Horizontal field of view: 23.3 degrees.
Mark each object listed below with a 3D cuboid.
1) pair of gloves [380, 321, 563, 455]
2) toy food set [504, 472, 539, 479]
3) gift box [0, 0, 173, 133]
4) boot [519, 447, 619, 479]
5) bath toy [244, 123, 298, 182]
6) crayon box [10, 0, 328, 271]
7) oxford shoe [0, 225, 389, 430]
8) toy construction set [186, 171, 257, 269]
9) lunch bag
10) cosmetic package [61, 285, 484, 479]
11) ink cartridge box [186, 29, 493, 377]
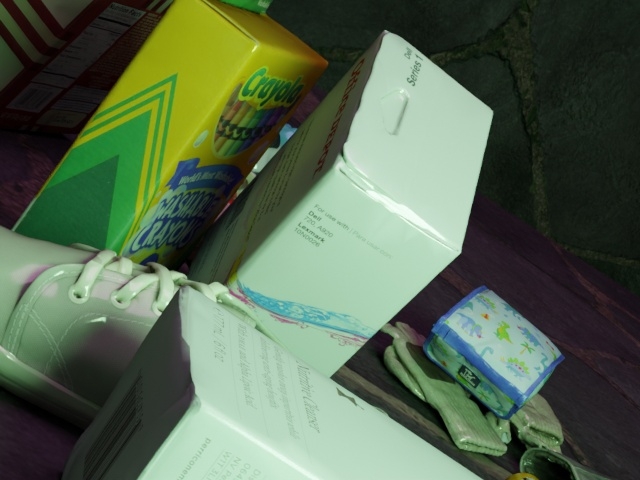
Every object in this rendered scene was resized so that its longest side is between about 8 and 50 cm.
[{"bbox_3d":[0.175,0.180,1.761,0.240,0.042,0.204,15,29,-46],"label":"pair of gloves"},{"bbox_3d":[0.237,0.298,1.292,0.232,0.111,0.104,37,10,-11],"label":"toy food set"},{"bbox_3d":[-0.320,-0.267,1.605,0.258,0.276,0.255,54,12,12],"label":"gift box"},{"bbox_3d":[0.335,0.299,1.683,0.190,0.076,0.208,28,-5,45],"label":"boot"},{"bbox_3d":[-0.149,-0.148,1.918,0.151,0.129,0.348,-1,-3,22],"label":"bath toy"},{"bbox_3d":[-0.112,-0.088,1.277,0.083,0.323,0.203,39,12,11],"label":"crayon box"},{"bbox_3d":[-0.136,0.065,1.090,0.449,0.130,0.169,33,14,-6],"label":"oxford shoe"},{"bbox_3d":[-0.089,-0.021,1.518,0.215,0.151,0.328,3,18,-25],"label":"toy construction set"},{"bbox_3d":[0.188,0.125,1.703,0.129,0.096,0.151,40,11,10],"label":"lunch bag"},{"bbox_3d":[0.038,0.215,0.922,0.385,0.156,0.217,32,10,-14],"label":"cosmetic package"},{"bbox_3d":[0.000,0.000,1.225,0.117,0.278,0.201,35,37,-12],"label":"ink cartridge box"}]
